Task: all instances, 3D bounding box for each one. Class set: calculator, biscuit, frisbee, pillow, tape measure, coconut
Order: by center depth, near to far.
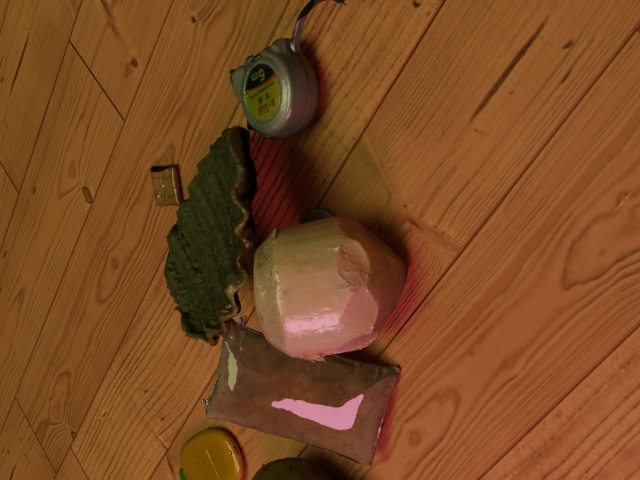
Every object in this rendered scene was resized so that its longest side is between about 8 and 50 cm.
[{"bbox_3d":[0.015,0.069,1.530,0.234,0.224,0.224,1,106,4],"label":"coconut"},{"bbox_3d":[-0.019,-0.268,1.558,0.330,0.084,0.164,-24,85,49],"label":"tape measure"},{"bbox_3d":[-0.038,0.245,1.634,0.302,0.075,0.185,16,108,5],"label":"pillow"},{"bbox_3d":[0.000,0.000,1.668,0.110,0.014,0.110,16,112,44],"label":"frisbee"},{"bbox_3d":[-0.301,-0.107,1.964,0.083,0.018,0.081,1,102,48],"label":"biscuit"},{"bbox_3d":[-0.226,0.460,2.036,0.235,0.032,0.146,-42,70,44],"label":"calculator"}]

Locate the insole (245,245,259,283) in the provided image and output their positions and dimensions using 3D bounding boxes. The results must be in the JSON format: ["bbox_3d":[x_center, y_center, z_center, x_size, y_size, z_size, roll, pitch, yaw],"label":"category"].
[{"bbox_3d":[-0.122,0.046,1.818,0.248,0.011,0.081,14,112,45],"label":"insole"}]

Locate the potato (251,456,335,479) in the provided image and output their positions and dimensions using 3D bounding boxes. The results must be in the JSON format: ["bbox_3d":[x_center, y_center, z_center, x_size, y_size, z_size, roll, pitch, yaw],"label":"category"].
[{"bbox_3d":[-0.009,0.501,1.706,0.307,0.173,0.210,25,117,44],"label":"potato"}]

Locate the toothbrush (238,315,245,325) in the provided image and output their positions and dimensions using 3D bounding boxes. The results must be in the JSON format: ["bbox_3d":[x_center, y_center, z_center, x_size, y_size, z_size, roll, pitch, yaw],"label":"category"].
[{"bbox_3d":[-0.157,0.195,1.900,0.011,0.013,0.131,43,132,38],"label":"toothbrush"}]

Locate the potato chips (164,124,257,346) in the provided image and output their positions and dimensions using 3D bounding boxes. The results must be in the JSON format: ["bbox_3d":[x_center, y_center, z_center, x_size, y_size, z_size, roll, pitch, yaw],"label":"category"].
[{"bbox_3d":[-0.183,-0.025,1.691,0.429,0.070,0.358,-122,47,-61],"label":"potato chips"}]
